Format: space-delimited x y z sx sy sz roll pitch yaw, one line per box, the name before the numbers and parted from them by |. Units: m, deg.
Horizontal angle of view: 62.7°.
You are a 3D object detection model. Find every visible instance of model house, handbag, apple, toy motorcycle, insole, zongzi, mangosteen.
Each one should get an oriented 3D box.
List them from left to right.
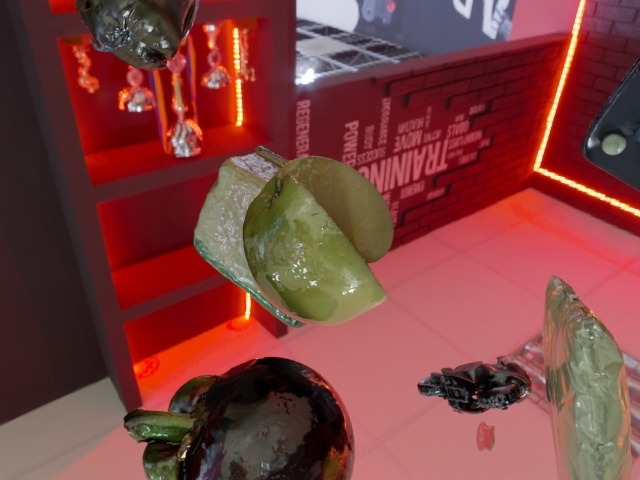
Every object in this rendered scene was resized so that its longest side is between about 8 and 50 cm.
zongzi | -0.414 -0.451 1.053 0.432 0.208 0.403 -19 -124 33
mangosteen | -0.115 0.321 0.844 0.359 0.306 0.306 41 -149 -16
model house | -0.079 -0.042 1.381 0.382 0.334 0.342 32 -158 6
apple | -0.013 0.008 0.932 0.258 0.233 0.295 40 -150 -21
toy motorcycle | 0.262 0.239 0.883 0.122 0.082 0.213 -7 176 -29
insole | 0.354 0.425 1.134 0.004 0.197 0.065 8 -105 9
handbag | 0.620 -0.170 0.824 0.326 0.269 0.118 35 -138 17

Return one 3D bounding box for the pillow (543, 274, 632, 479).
pillow | 0.321 0.196 0.640 0.076 0.274 0.281 -5 -176 18
